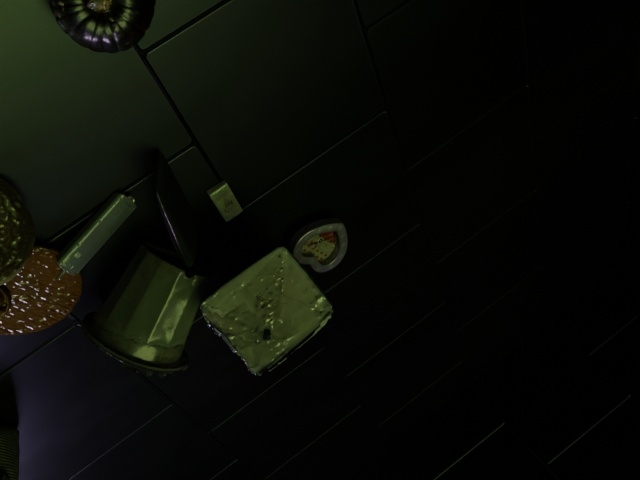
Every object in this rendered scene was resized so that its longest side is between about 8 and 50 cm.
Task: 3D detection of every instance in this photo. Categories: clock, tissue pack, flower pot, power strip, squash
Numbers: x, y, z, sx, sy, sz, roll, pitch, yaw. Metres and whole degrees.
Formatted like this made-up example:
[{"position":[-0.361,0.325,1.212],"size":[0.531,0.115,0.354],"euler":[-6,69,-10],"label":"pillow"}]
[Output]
[{"position":[0.000,0.000,1.822],"size":[0.198,0.064,0.172],"euler":[27,105,-46],"label":"clock"},{"position":[-0.246,-0.101,1.586],"size":[0.056,0.023,0.108],"euler":[-35,138,-8],"label":"tissue pack"},{"position":[-0.135,0.187,1.604],"size":[0.264,0.253,0.416],"euler":[-39,178,-8],"label":"tissue pack"},{"position":[-0.403,0.157,1.514],"size":[0.290,0.290,0.259],"euler":[25,96,-46],"label":"flower pot"},{"position":[-0.524,-0.009,1.420],"size":[0.253,0.027,0.060],"euler":[-50,140,-8],"label":"power strip"},{"position":[-0.390,-0.440,1.110],"size":[0.193,0.155,0.193],"euler":[-7,102,-32],"label":"squash"}]

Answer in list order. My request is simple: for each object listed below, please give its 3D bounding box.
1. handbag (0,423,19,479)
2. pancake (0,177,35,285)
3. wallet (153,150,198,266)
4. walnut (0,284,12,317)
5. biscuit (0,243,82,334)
[{"position":[-0.908,0.587,1.494],"size":[0.247,0.240,0.340],"euler":[-42,139,6],"label":"handbag"},{"position":[-0.695,-0.016,1.218],"size":[0.250,0.031,0.250],"euler":[1,89,-40],"label":"pancake"},{"position":[-0.346,-0.072,1.439],"size":[0.052,0.169,0.245],"euler":[-13,134,1],"label":"wallet"},{"position":[-0.731,0.130,1.264],"size":[0.116,0.115,0.207],"euler":[-55,163,13],"label":"walnut"},{"position":[-0.686,0.113,1.419],"size":[0.261,0.037,0.262],"euler":[-21,133,-23],"label":"biscuit"}]
